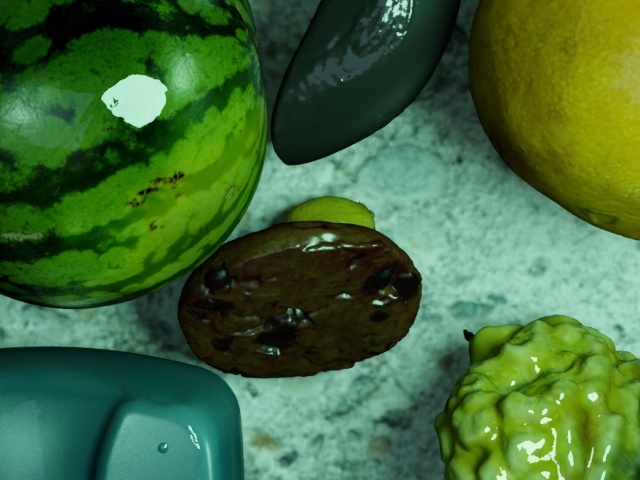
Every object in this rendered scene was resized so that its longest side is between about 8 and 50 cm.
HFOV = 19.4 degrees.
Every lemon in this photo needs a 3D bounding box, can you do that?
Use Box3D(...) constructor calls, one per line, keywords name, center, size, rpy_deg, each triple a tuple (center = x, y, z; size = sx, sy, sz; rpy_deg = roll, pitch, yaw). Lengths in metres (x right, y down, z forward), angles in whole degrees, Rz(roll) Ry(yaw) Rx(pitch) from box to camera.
Box3D(name="lemon", center=(0.000, 0.000, 1.431), size=(0.092, 0.065, 0.065), rpy_deg=(-28, 102, 1))

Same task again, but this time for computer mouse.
Box3D(name="computer mouse", center=(0.055, -0.164, 1.338), size=(0.088, 0.147, 0.264), rpy_deg=(24, 105, 19))

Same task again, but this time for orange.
Box3D(name="orange", center=(0.231, -0.120, 1.286), size=(0.261, 0.261, 0.261), rpy_deg=(1, 105, 3))

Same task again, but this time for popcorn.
Box3D(name="popcorn", center=(0.169, 0.163, 1.391), size=(0.169, 0.218, 0.189), rpy_deg=(9, 123, 27))

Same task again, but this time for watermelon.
Box3D(name="watermelon", center=(-0.169, -0.096, 1.303), size=(0.285, 0.285, 0.285), rpy_deg=(1, 105, 3))

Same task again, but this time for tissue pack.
Box3D(name="tissue pack", center=(-0.201, 0.180, 1.427), size=(0.287, 0.206, 0.198), rpy_deg=(0, 96, 2))

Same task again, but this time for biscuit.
Box3D(name="biscuit", center=(-0.014, 0.050, 1.400), size=(0.192, 0.192, 0.049), rpy_deg=(-17, 60, 8))
